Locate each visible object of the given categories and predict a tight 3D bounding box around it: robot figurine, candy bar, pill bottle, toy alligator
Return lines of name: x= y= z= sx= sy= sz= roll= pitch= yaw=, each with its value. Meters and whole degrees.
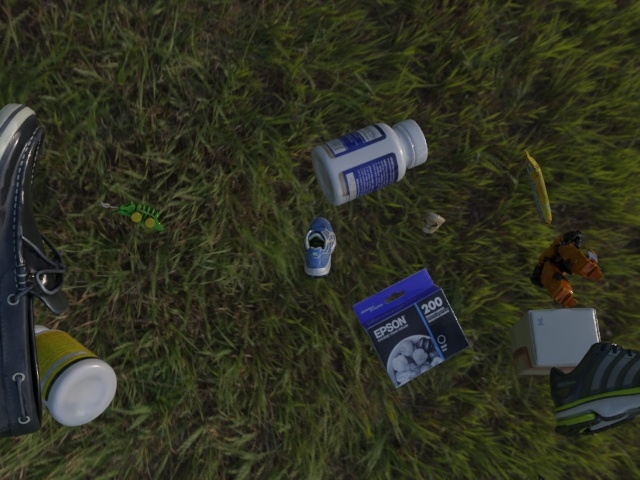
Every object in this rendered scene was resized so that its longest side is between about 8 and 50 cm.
robot figurine: x=0.715 y=0.080 z=1.657 sx=0.085 sy=0.291 sz=0.211 roll=37 pitch=110 yaw=0
candy bar: x=0.357 y=-0.083 z=0.926 sx=0.018 sy=0.040 sz=0.161 roll=-24 pitch=137 yaw=12
pill bottle: x=-0.746 y=0.367 z=1.606 sx=0.187 sy=0.333 sz=0.188 roll=-28 pitch=128 yaw=-43
pill bottle: x=0.088 y=-0.144 z=1.004 sx=0.186 sy=0.112 sz=0.112 roll=-22 pitch=93 yaw=-10
toy alligator: x=-0.512 y=-0.084 z=1.561 sx=0.189 sy=0.056 sz=0.051 roll=26 pitch=97 yaw=-28

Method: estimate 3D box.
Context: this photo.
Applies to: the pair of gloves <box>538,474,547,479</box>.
pair of gloves: x=0.464 y=0.513 z=1.145 sx=0.074 sy=0.083 sz=0.010 roll=47 pitch=110 yaw=26

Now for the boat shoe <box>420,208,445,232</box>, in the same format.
boat shoe: x=0.327 y=-0.049 z=1.677 sx=0.063 sy=0.170 sz=0.059 roll=33 pitch=90 yaw=13

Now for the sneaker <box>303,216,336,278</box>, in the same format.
sneaker: x=0.000 y=0.000 z=1.387 sx=0.080 sy=0.211 sz=0.081 roll=-1 pitch=126 yaw=1

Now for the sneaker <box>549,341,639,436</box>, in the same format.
sneaker: x=0.488 y=0.204 z=0.881 sx=0.111 sy=0.299 sz=0.121 roll=26 pitch=42 yaw=-42

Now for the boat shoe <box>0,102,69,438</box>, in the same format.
boat shoe: x=-0.448 y=0.056 z=0.829 sx=0.155 sy=0.186 sz=0.501 roll=8 pitch=91 yaw=-21

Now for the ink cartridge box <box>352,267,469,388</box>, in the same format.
ink cartridge box: x=0.209 y=0.198 z=1.306 sx=0.206 sy=0.045 sz=0.208 roll=-27 pitch=87 yaw=-11

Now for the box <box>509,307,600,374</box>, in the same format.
box: x=0.559 y=0.249 z=1.364 sx=0.148 sy=0.232 sz=0.127 roll=-3 pitch=71 yaw=7
